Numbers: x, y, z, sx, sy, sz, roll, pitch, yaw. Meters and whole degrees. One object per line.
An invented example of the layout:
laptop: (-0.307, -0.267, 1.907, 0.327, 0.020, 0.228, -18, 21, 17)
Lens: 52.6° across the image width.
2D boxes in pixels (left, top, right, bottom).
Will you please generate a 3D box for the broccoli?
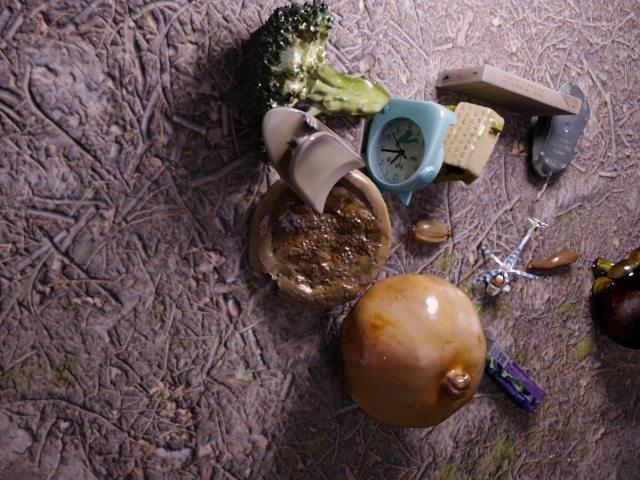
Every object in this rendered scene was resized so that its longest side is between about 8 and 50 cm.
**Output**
broccoli: (-0.007, -0.406, 1.548, 0.396, 0.275, 0.353, -18, 149, -18)

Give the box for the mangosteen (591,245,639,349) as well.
mangosteen: (1.071, 0.202, 2.153, 0.330, 0.330, 0.330, -4, 99, -27)

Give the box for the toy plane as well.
toy plane: (0.588, 0.053, 2.009, 0.181, 0.107, 0.273, 15, 66, 13)

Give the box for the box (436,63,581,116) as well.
box: (0.535, -0.418, 1.835, 0.365, 0.204, 0.051, 11, 92, -28)

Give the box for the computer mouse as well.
computer mouse: (0.718, -0.304, 2.015, 0.167, 0.090, 0.379, 15, 95, -28)

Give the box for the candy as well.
candy: (0.601, 0.434, 2.066, 0.312, 0.061, 0.088, 44, 78, -24)

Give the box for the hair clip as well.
hair clip: (-0.031, -0.196, 1.480, 0.172, 0.113, 0.282, -48, 151, 3)

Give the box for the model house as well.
model house: (0.368, -0.266, 1.753, 0.174, 0.234, 0.193, 32, 80, -27)

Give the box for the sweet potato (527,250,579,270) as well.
sweet potato: (0.748, 0.070, 2.102, 0.214, 0.050, 0.050, -12, 102, -22)

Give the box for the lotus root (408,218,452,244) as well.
lotus root: (0.308, -0.024, 1.851, 0.150, 0.062, 0.073, 6, 117, -27)

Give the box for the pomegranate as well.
pomegranate: (0.240, 0.296, 1.670, 0.411, 0.411, 0.412, -4, 99, -27)

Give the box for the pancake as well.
pancake: (0.000, -0.001, 1.636, 0.382, 0.071, 0.382, -2, 104, -6)

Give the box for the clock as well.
clock: (0.223, -0.232, 1.699, 0.094, 0.223, 0.274, 6, 102, -46)
